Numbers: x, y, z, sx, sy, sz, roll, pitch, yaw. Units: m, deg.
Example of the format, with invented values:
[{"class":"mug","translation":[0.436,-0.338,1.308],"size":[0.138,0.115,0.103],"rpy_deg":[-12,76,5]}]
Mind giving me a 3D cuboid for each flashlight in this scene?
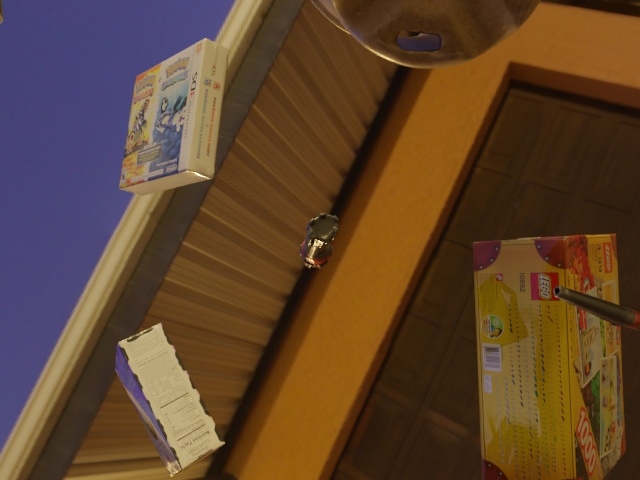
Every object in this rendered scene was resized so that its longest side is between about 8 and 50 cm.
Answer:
[{"class":"flashlight","translation":[0.000,0.000,1.706],"size":[0.304,0.103,0.103],"rpy_deg":[114,162,-71]}]

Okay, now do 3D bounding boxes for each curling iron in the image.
[{"class":"curling iron","translation":[0.456,0.111,0.905],"size":[0.273,0.068,0.035],"rpy_deg":[14,-60,-23]}]

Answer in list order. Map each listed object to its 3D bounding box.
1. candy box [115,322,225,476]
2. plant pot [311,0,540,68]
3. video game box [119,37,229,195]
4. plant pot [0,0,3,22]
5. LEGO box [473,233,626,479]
[{"class":"candy box","translation":[-0.230,0.243,0.892],"size":[0.070,0.196,0.165],"rpy_deg":[-26,-12,-28]},{"class":"plant pot","translation":[0.114,-0.342,0.663],"size":[0.306,0.333,0.334],"rpy_deg":[-88,1,-56]},{"class":"video game box","translation":[-0.215,-0.170,0.862],"size":[0.048,0.205,0.187],"rpy_deg":[17,-105,-41]},{"class":"plant pot","translation":[-0.665,-0.546,0.989],"size":[0.274,0.274,0.294],"rpy_deg":[2,-84,-62]},{"class":"LEGO box","translation":[0.499,0.241,1.281],"size":[0.372,0.193,0.501],"rpy_deg":[-2,-90,-51]}]
